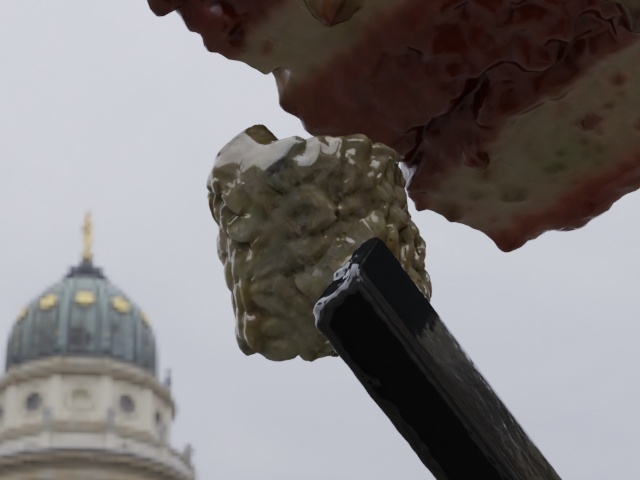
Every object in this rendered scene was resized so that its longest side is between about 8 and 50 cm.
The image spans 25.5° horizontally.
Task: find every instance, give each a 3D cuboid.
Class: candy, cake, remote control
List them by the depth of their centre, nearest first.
[{"bbox_3d":[0.081,0.105,0.512,0.025,0.063,0.245,-36,-83,20],"label":"remote control"},{"bbox_3d":[0.000,0.000,0.641,0.095,0.110,0.085,-7,-7,8],"label":"candy"},{"bbox_3d":[0.110,-0.196,0.773,0.319,0.270,0.269,37,-42,-18],"label":"cake"}]
